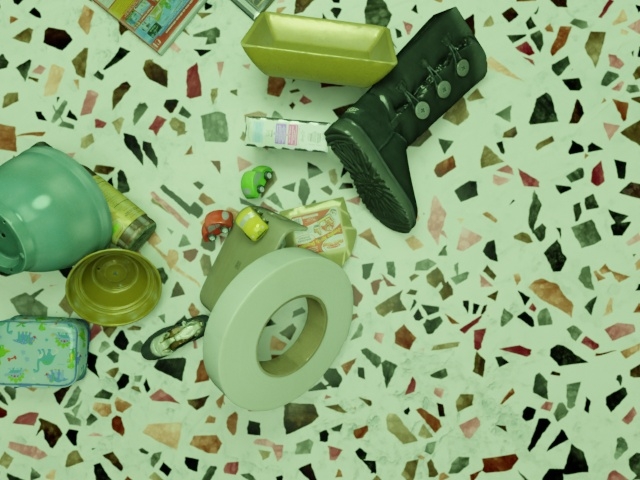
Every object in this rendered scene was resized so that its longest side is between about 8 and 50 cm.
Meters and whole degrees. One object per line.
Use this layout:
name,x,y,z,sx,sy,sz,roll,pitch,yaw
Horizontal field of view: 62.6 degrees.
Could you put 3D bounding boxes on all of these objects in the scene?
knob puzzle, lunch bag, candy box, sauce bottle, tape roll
knob puzzle,0.000,0.000,1.355,0.213,0.030,0.213,0,90,-2
lunch bag,-0.700,0.279,1.315,0.219,0.090,0.175,1,90,-1
candy box,-0.076,-0.260,1.278,0.197,0.165,0.070,4,104,-2
sauce bottle,-0.573,-0.111,1.304,0.344,0.111,0.111,38,90,0
tape roll,-0.083,0.205,1.208,0.072,0.392,0.391,27,90,43

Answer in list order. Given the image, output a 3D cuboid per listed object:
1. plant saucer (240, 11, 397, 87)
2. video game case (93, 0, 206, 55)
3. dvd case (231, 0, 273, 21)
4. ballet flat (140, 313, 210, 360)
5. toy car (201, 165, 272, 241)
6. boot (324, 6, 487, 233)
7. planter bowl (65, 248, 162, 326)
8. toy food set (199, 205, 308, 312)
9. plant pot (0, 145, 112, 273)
plant saucer,0.001,-0.448,1.241,0.333,0.332,0.080,6,125,-1
video game case,-0.455,-0.640,1.339,0.285,0.025,0.204,39,90,-1
dvd case,-0.157,-0.699,1.347,0.164,0.018,0.221,42,90,-1
ballet flat,-0.371,0.247,1.332,0.203,0.074,0.074,-26,91,0
toy car,-0.192,-0.102,1.297,0.053,0.239,0.224,42,61,-38
boot,0.252,-0.287,1.296,0.445,0.146,0.367,-50,131,-18
planter bowl,-0.507,0.099,1.299,0.217,0.090,0.217,-8,118,-16
toy food set,-0.164,0.074,1.277,0.092,0.220,0.306,25,91,-39
plant pot,-0.657,-0.044,1.190,0.293,0.196,0.292,11,121,19
